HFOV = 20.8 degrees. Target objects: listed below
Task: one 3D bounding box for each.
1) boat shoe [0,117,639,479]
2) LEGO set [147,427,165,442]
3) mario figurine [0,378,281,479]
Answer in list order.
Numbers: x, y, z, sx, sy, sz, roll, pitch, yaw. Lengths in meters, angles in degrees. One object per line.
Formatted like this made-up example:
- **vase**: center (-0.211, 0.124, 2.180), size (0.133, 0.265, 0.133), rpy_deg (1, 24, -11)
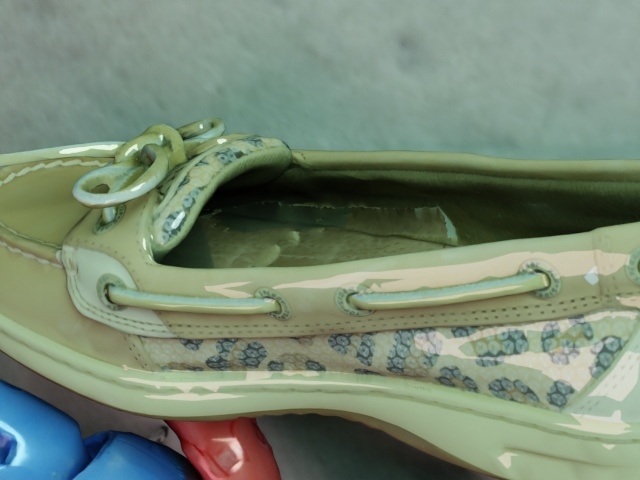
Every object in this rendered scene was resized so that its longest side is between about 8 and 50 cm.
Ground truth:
- **boat shoe**: center (0.000, 0.000, 0.538), size (0.285, 0.104, 0.089), rpy_deg (8, 126, 26)
- **LEGO set**: center (-0.099, 0.164, 0.842), size (0.244, 0.060, 0.182), rpy_deg (9, 132, 54)
- **mario figurine**: center (-0.062, 0.131, 0.655), size (0.320, 0.170, 0.198), rpy_deg (25, 125, -8)
